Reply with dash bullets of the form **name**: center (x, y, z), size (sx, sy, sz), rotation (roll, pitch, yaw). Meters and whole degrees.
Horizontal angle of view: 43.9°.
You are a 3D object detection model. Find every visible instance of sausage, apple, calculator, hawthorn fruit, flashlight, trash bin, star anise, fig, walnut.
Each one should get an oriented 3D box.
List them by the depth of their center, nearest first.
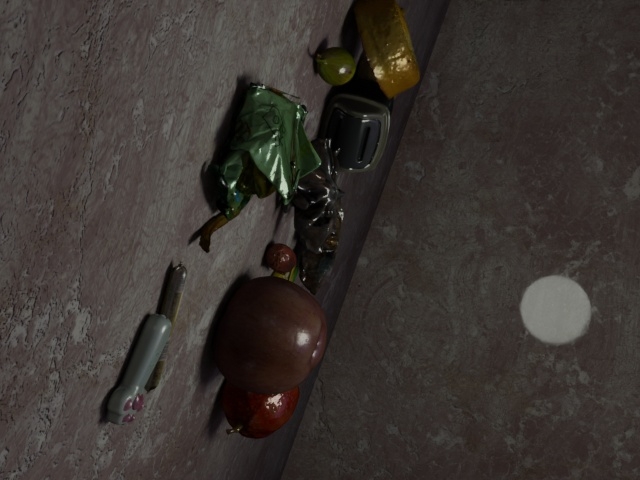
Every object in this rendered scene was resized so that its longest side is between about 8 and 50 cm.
- **flashlight**: center (-0.309, 0.223, 1.377), size (0.093, 0.047, 0.201), rotation (67, 44, -75)
- **sausage**: center (-0.283, 0.161, 1.440), size (0.033, 0.032, 0.269), rotation (-38, 147, -71)
- **fig**: center (0.023, -0.426, 1.853), size (0.166, 0.093, 0.093), rotation (39, 70, -59)
- **apple**: center (-0.114, 0.231, 1.898), size (0.305, 0.234, 0.306), rotation (19, 90, -79)
- **star anise**: center (-0.024, -0.146, 2.007), size (0.316, 0.139, 0.360), rotation (-10, 105, -75)
- **sausage**: center (-0.103, 0.048, 2.078), size (0.141, 0.076, 0.076), rotation (42, 68, -77)
- **hawthorn fruit**: center (-0.172, 0.429, 2.106), size (0.253, 0.205, 0.205), rotation (-52, 161, -39)
- **trash bin**: center (0.106, -0.322, 2.201), size (0.290, 0.182, 0.210), rotation (-64, 169, -59)
- **calculator**: center (-0.115, 0.129, 2.278), size (0.235, 0.032, 0.146), rotation (-39, 147, -69)
- **walnut**: center (0.173, -0.472, 2.359), size (0.166, 0.149, 0.167), rotation (-28, 131, -38)
- **star anise**: center (-0.001, 0.002, 2.384), size (0.331, 0.117, 0.332), rotation (11, 90, -84)

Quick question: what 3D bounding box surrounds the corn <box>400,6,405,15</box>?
- **corn**: center (0.251, -0.734, 2.574), size (0.092, 0.037, 0.037), rotation (-52, 159, -64)

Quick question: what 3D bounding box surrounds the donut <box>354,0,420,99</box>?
- **donut**: center (0.182, -0.513, 2.090), size (0.277, 0.108, 0.278), rotation (-16, 90, -75)

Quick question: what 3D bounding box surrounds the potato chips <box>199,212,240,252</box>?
- **potato chips**: center (-0.197, -0.030, 1.545), size (0.026, 0.037, 0.204), rotation (-64, 179, 25)

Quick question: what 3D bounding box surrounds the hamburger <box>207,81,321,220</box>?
- **hamburger**: center (-0.094, -0.157, 1.513), size (0.260, 0.150, 0.276), rotation (49, 62, -77)
